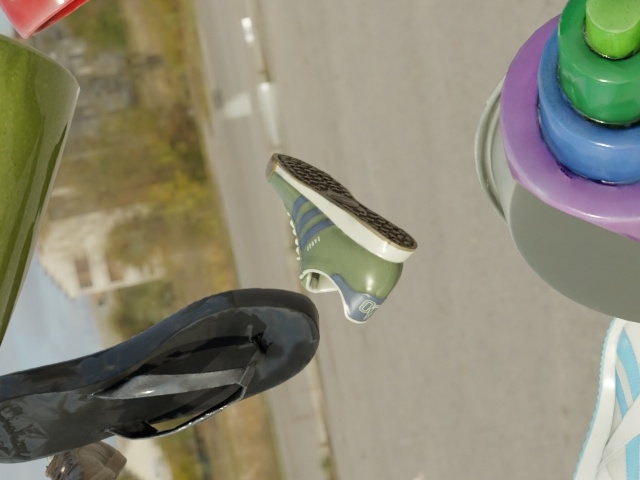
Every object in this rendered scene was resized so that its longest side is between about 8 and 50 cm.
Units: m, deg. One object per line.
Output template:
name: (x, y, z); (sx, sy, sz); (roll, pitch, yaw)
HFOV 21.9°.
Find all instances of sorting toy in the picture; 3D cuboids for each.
sorting toy: (0.125, -0.184, 0.455); (0.126, 0.127, 0.365); (58, -130, -73)

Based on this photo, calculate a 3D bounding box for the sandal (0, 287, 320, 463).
sandal: (-0.115, 0.107, 1.136); (0.097, 0.254, 0.054); (67, -177, -47)

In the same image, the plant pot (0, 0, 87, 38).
plant pot: (-0.294, -0.342, 1.807); (0.174, 0.191, 0.191); (57, 178, -8)

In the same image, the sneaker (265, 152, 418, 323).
sneaker: (0.000, 0.000, 1.374); (0.192, 0.064, 0.086); (39, 110, 48)

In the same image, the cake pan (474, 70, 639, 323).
cake pan: (0.239, -0.036, 0.991); (0.293, 0.293, 0.054); (85, -172, -54)

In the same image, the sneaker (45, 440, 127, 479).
sneaker: (-0.237, 0.226, 1.581); (0.066, 0.071, 0.188); (-60, 0, 1)

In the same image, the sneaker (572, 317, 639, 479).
sneaker: (0.270, 0.126, 1.309); (0.087, 0.092, 0.229); (2, -80, -56)

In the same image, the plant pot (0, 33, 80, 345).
plant pot: (-0.276, 0.046, 0.818); (0.275, 0.275, 0.293); (112, 165, -81)
